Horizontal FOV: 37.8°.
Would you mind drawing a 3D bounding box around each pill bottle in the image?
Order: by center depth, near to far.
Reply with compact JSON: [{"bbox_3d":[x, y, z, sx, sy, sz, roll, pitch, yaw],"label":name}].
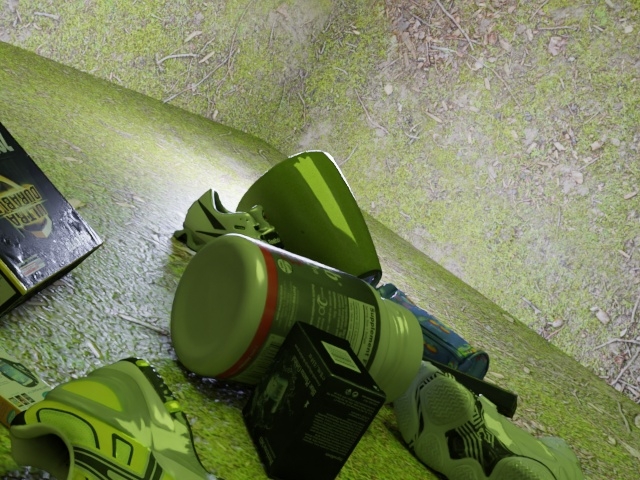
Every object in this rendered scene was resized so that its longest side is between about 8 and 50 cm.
[{"bbox_3d":[-0.027,0.136,1.425,0.363,0.210,0.210,21,14,-39],"label":"pill bottle"}]

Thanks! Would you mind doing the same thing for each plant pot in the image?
[{"bbox_3d":[0.000,0.000,2.065,0.293,0.275,0.275,52,20,25],"label":"plant pot"}]

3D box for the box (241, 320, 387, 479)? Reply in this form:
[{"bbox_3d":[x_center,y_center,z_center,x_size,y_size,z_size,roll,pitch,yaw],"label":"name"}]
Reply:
[{"bbox_3d":[-0.013,0.217,1.231,0.093,0.158,0.156,25,11,-26],"label":"box"}]

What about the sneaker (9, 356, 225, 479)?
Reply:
[{"bbox_3d":[-0.147,0.269,0.820,0.147,0.145,0.385,-17,42,-32],"label":"sneaker"}]

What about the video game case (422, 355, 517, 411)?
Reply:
[{"bbox_3d":[0.229,0.254,1.719,0.275,0.035,0.248,22,-8,16],"label":"video game case"}]

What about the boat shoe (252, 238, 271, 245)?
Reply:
[{"bbox_3d":[-0.157,0.056,1.677,0.119,0.121,0.335,32,12,-11],"label":"boat shoe"}]

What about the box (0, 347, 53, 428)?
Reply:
[{"bbox_3d":[-0.338,0.158,1.004,0.136,0.028,0.081,35,12,13],"label":"box"}]

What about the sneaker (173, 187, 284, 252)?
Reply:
[{"bbox_3d":[-0.130,0.012,1.900,0.330,0.146,0.122,33,10,6],"label":"sneaker"}]

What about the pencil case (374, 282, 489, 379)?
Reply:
[{"bbox_3d":[0.207,0.203,1.954,0.306,0.119,0.133,37,-11,33],"label":"pencil case"}]

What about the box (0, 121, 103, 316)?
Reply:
[{"bbox_3d":[-0.448,-0.042,1.270,0.257,0.079,0.322,49,10,-5],"label":"box"}]

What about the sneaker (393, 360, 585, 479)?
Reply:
[{"bbox_3d":[0.281,0.340,1.518,0.210,0.137,0.366,17,22,-51],"label":"sneaker"}]
